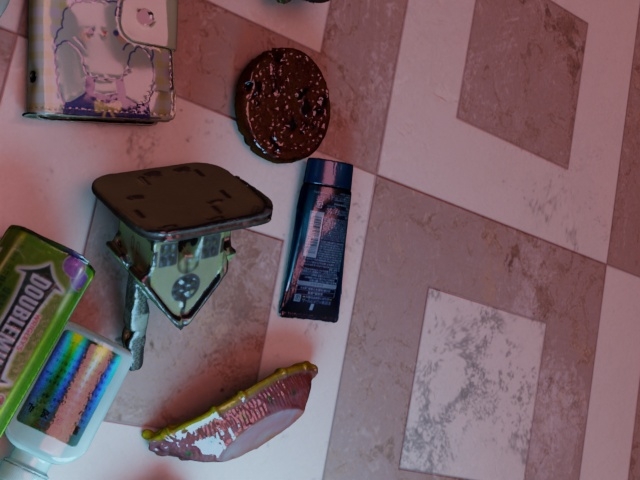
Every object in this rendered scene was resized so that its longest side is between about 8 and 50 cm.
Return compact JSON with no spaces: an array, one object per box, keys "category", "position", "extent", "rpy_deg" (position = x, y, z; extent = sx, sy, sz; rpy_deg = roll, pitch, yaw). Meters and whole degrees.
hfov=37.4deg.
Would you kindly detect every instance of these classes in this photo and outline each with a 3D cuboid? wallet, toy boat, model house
[{"category":"wallet","position":[-0.313,-0.323,1.356],"extent":[0.223,0.077,0.310],"rpy_deg":[1,89,-33]},{"category":"toy boat","position":[-0.114,0.268,1.460],"extent":[0.317,0.099,0.141],"rpy_deg":[-20,140,-35]},{"category":"model house","position":[-0.208,0.049,1.379],"extent":[0.218,0.205,0.279],"rpy_deg":[-13,124,-35]}]

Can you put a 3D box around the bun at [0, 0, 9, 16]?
[{"category":"bun","position":[-0.477,-0.332,1.207],"extent":[0.172,0.120,0.173],"rpy_deg":[0,86,-2]}]

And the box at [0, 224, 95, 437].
[{"category":"box","position":[-0.422,0.149,1.196],"extent":[0.134,0.097,0.346],"rpy_deg":[30,61,-9]}]

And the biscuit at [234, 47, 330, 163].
[{"category":"biscuit","position":[-0.060,-0.221,1.553],"extent":[0.192,0.049,0.192],"rpy_deg":[-3,96,-34]}]

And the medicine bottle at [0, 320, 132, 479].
[{"category":"medicine bottle","position":[-0.358,0.232,1.282],"extent":[0.121,0.083,0.229],"rpy_deg":[28,69,-11]}]

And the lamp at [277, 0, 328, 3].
[{"category":"lamp","position":[-0.032,-0.446,1.525],"extent":[0.135,0.157,0.156],"rpy_deg":[-40,78,5]}]

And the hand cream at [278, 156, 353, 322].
[{"category":"hand cream","position":[0.000,0.000,1.582],"extent":[0.120,0.061,0.271],"rpy_deg":[9,87,-34]}]
